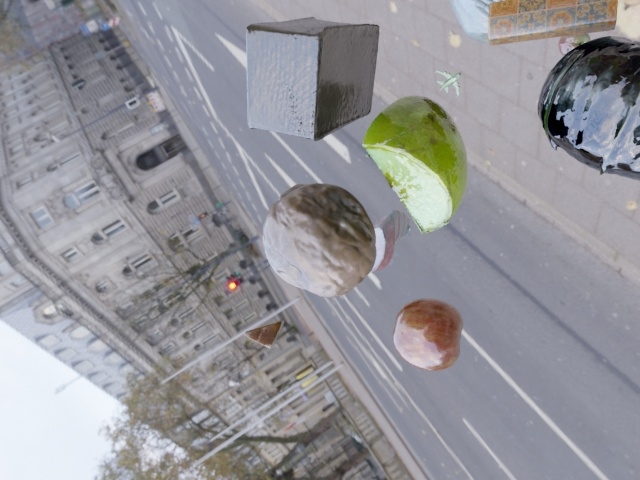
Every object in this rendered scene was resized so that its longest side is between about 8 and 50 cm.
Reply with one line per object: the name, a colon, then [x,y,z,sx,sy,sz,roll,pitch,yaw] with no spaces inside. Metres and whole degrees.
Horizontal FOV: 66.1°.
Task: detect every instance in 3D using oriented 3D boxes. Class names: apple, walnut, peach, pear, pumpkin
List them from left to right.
walnut: [0.001,0.000,1.083,0.273,0.227,0.273,36,165,11]
apple: [0.287,0.247,1.309,0.174,0.188,0.188,9,146,22]
pear: [0.241,-0.186,1.026,0.139,0.239,0.288,-6,137,40]
peach: [0.689,-0.536,1.338,0.083,0.083,0.083,55,170,15]
pumpkin: [0.518,-0.245,0.794,0.295,0.296,0.296,55,170,15]

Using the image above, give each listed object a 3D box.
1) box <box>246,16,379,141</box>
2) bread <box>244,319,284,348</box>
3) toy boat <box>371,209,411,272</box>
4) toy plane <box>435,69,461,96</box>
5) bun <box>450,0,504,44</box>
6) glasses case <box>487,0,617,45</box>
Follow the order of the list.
box: [-0.007,-0.310,0.910,0.143,0.273,0.184,16,120,20]
bread: [-0.137,0.248,1.269,0.043,0.109,0.062,76,173,-79]
toy boat: [0.225,-0.017,1.519,0.096,0.282,0.206,28,121,26]
toy plane: [0.399,-0.490,1.505,0.102,0.040,0.111,41,163,-9]
bun: [0.535,-0.721,1.429,0.354,0.354,0.194,56,-178,12]
glasses case: [0.433,-0.425,0.928,0.049,0.218,0.075,-9,-80,-64]
